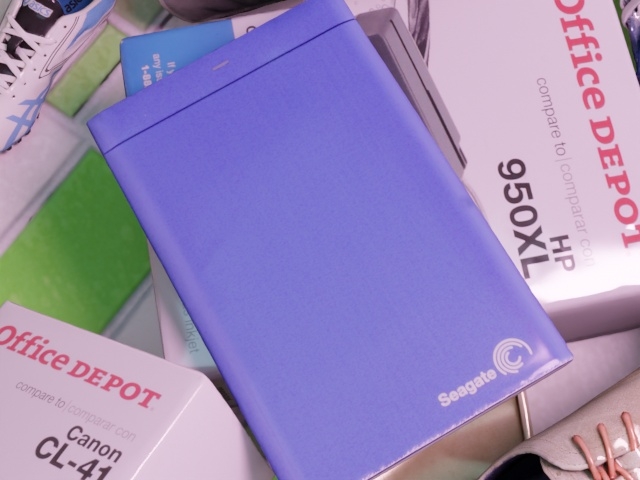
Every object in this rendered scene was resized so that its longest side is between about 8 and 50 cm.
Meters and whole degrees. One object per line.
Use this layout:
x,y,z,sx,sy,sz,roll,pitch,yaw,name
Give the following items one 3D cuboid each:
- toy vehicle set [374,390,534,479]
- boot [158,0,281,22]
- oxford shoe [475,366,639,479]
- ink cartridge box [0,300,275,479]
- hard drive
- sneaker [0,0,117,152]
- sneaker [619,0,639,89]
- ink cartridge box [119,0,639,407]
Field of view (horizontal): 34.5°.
0.099,0.247,0.820,0.165,0.035,0.267,-6,73,1,toy vehicle set
-0.051,-0.231,0.867,0.208,0.189,0.076,3,94,26,boot
0.220,0.150,0.661,0.397,0.146,0.140,-43,61,20,oxford shoe
-0.215,0.211,0.691,0.226,0.131,0.306,14,56,35,ink cartridge box
0.000,0.000,0.724,0.210,0.040,0.319,-29,75,-5,hard drive
-0.269,-0.178,0.942,0.085,0.086,0.237,30,78,9,sneaker
0.276,-0.262,0.858,0.236,0.130,0.323,46,50,-5,sneaker
0.061,-0.044,0.843,0.394,0.166,0.286,-11,74,-1,ink cartridge box
